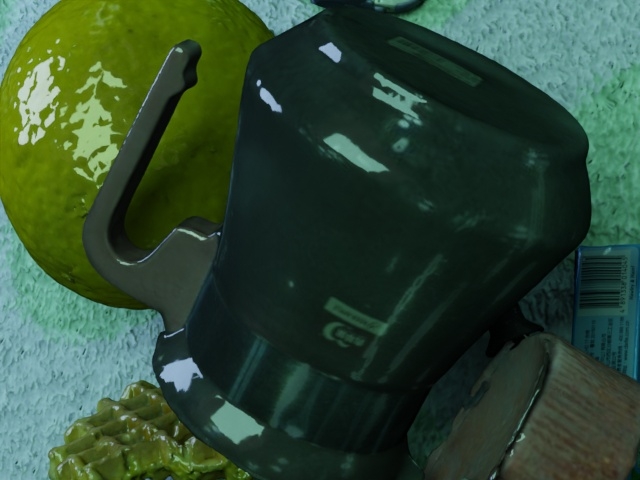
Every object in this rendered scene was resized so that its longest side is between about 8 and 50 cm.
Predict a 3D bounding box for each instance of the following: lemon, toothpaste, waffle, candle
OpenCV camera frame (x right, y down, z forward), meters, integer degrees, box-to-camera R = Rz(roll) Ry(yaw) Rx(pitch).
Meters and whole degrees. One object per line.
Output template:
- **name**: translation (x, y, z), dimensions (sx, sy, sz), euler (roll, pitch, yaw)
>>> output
- **lemon**: translation (-0.168, -0.097, 1.537), dimensions (0.336, 0.336, 0.336), euler (-10, 65, 22)
- **toothpaste**: translation (0.254, 0.134, 1.389), dimensions (0.065, 0.050, 0.266), euler (-3, 68, 24)
- **waffle**: translation (-0.117, 0.180, 1.455), dimensions (0.253, 0.249, 0.056), euler (-1, 109, 28)
- **candle**: translation (0.142, 0.249, 1.272), dimensions (0.131, 0.287, 0.317), euler (32, 56, -7)

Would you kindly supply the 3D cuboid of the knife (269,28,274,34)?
- **knife**: translation (-0.130, -0.256, 1.761), dimensions (0.210, 0.015, 0.028), euler (28, 89, 33)

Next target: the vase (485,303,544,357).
- **vase**: translation (0.146, 0.022, 1.462), dimensions (0.120, 0.120, 0.183), euler (-29, 76, 12)

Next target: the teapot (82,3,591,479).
- **teapot**: translation (0.000, 0.000, 1.302), dimensions (0.376, 0.305, 0.361), euler (29, 109, 7)

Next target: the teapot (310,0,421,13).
- **teapot**: translation (0.039, -0.293, 1.663), dimensions (0.111, 0.149, 0.108), euler (176, 101, -65)
